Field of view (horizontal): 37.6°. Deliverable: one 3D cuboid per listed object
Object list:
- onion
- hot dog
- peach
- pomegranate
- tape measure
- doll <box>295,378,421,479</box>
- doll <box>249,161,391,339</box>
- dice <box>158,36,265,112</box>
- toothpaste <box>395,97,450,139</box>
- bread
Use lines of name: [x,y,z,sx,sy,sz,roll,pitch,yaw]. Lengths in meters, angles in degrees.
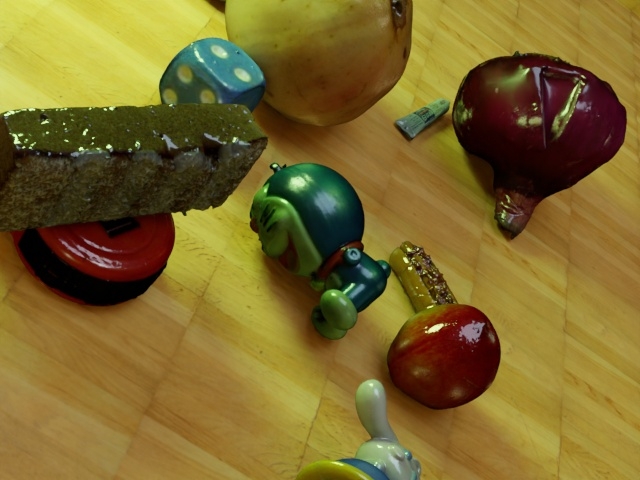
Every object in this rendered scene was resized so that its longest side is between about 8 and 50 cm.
onion: [0.489,-0.208,2.167,0.398,0.398,0.421,5,91,-38]
hot dog: [0.217,0.105,1.798,0.102,0.076,0.249,3,52,-43]
peach: [0.223,0.195,1.624,0.197,0.197,0.197,23,42,-23]
pomegranate: [-0.011,-0.428,1.882,0.411,0.411,0.412,23,42,-23]
tape measure: [-0.336,-0.029,1.413,0.260,0.114,0.253,50,39,8]
doll: [0.071,0.403,1.368,0.311,0.159,0.243,60,22,-16]
doll: [0.000,0.000,1.614,0.186,0.198,0.322,-30,83,-20]
dice: [-0.199,-0.281,1.739,0.146,0.146,0.143,49,37,8]
toothpaste: [0.251,-0.295,2.232,0.060,0.038,0.233,45,41,9]
bread: [-0.277,-0.106,1.317,0.416,0.165,0.113,-10,60,-44]
